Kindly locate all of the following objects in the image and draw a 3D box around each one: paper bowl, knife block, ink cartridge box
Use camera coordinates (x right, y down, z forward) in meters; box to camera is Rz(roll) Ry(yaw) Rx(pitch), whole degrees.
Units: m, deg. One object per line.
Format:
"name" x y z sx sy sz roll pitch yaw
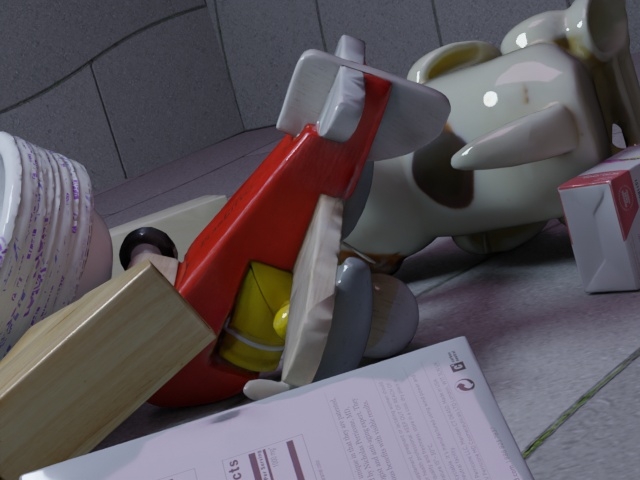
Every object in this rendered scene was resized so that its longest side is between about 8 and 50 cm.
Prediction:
"paper bowl" -0.320 0.042 1.421 0.148 0.284 0.284 22 -13 -32
"knife block" -0.243 0.157 1.166 0.276 0.088 0.242 -27 21 39
"ink cartridge box" 0.333 -0.033 1.428 0.067 0.115 0.198 -7 14 43

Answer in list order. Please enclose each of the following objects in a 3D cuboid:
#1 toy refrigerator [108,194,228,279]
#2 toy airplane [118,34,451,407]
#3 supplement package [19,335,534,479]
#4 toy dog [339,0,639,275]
"toy refrigerator" -0.266 0.019 2.134 0.269 0.102 0.094 -22 12 -25
"toy airplane" 0.000 0.000 1.344 0.386 0.272 0.384 -58 16 -23
"supplement package" -0.013 0.172 0.704 0.244 0.139 0.134 -18 40 -3
"toy dog" 0.164 -0.083 1.624 0.408 0.284 0.395 -15 17 31
